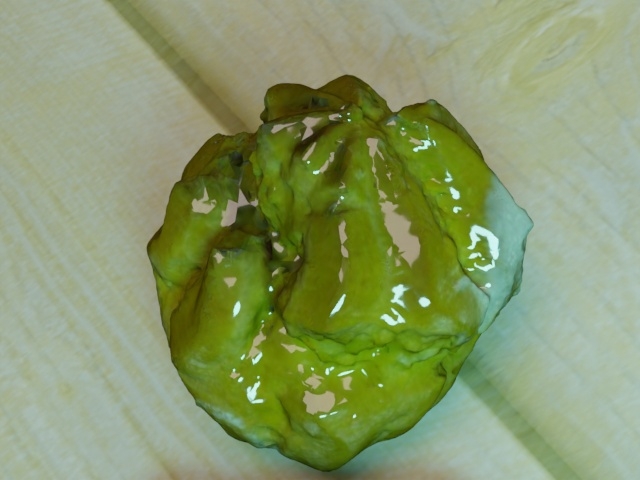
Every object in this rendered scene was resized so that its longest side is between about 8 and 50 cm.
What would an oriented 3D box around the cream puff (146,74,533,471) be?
[{"bbox_3d":[0.000,0.000,1.583,0.378,0.275,0.378,-9,57,15],"label":"cream puff"}]
